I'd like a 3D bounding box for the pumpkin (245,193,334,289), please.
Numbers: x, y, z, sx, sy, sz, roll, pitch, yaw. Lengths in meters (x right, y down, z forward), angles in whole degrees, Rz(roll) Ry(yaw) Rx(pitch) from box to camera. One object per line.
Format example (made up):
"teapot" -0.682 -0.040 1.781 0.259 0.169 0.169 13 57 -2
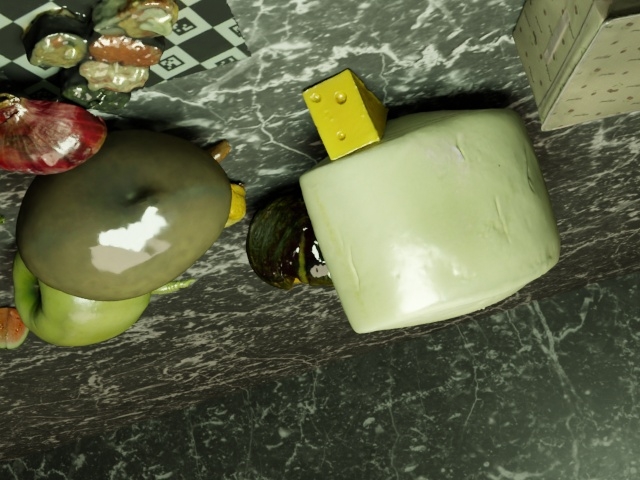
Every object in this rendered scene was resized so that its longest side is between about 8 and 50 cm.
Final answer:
"pumpkin" 0.000 0.000 1.764 0.320 0.192 0.320 -2 -179 0

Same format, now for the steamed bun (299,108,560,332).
"steamed bun" 0.221 -0.051 1.547 0.455 0.371 0.290 -20 -175 -27

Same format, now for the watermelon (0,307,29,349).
"watermelon" -0.750 0.190 2.083 0.135 0.125 0.094 -32 149 -52

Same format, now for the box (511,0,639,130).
"box" 0.432 -0.324 1.250 0.225 0.190 0.297 -11 161 -6

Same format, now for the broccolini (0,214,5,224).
"broccolini" -0.655 -0.046 1.543 0.074 0.058 0.201 -9 -179 34

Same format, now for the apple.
"apple" -0.470 0.085 1.730 0.279 0.279 0.279 -12 160 -4

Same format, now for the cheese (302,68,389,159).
"cheese" 0.057 -0.213 1.491 0.093 0.126 0.171 -24 180 20

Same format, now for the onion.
"onion" -0.417 -0.146 1.235 0.205 0.098 0.151 6 173 9

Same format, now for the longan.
"longan" -0.314 -0.045 1.393 0.350 0.288 0.288 -20 160 -2

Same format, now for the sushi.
"sushi" -0.282 -0.251 1.166 0.339 0.069 0.320 -15 160 4

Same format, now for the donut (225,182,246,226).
"donut" -0.217 -0.066 1.696 0.146 0.078 0.181 -19 161 22

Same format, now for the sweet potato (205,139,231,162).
"sweet potato" -0.300 -0.103 1.562 0.314 0.066 0.072 -17 140 15

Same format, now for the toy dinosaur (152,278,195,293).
"toy dinosaur" -0.413 0.098 1.928 0.259 0.153 0.094 -20 163 -7
